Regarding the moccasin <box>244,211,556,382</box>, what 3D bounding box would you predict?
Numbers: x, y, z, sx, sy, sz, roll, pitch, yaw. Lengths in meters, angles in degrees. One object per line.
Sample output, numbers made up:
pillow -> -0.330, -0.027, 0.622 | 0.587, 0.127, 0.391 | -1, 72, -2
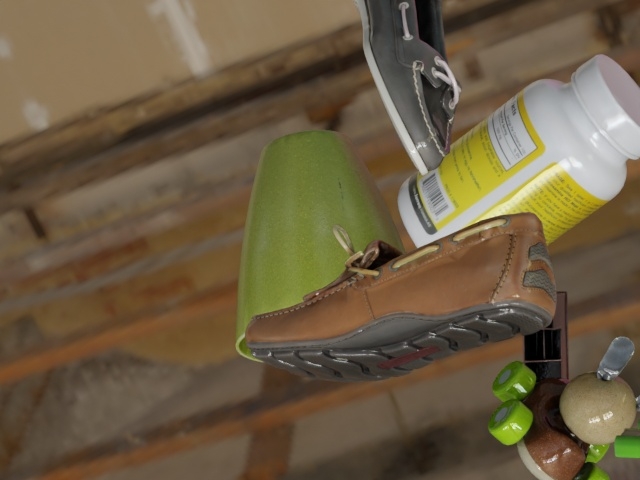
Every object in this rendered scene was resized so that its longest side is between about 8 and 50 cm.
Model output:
moccasin -> 0.075, 0.057, 1.855 | 0.380, 0.139, 0.147 | -23, -123, 40

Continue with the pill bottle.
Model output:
pill bottle -> 0.281, -0.093, 2.303 | 0.334, 0.188, 0.188 | -37, -162, 25

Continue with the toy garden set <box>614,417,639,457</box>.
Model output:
toy garden set -> 0.451, 0.173, 1.842 | 0.204, 0.049, 0.244 | -2, -169, 32

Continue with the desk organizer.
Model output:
desk organizer -> 0.282, 0.130, 2.174 | 0.047, 0.130, 0.050 | -1, -179, 25

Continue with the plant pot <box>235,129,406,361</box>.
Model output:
plant pot -> 0.000, 0.000, 2.499 | 0.275, 0.275, 0.293 | -14, -110, 20

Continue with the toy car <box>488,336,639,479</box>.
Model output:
toy car -> 0.316, 0.188, 2.010 | 0.188, 0.155, 0.149 | -42, -163, 29

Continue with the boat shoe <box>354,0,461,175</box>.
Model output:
boat shoe -> 0.102, -0.206, 1.843 | 0.095, 0.112, 0.335 | -24, -138, 10
